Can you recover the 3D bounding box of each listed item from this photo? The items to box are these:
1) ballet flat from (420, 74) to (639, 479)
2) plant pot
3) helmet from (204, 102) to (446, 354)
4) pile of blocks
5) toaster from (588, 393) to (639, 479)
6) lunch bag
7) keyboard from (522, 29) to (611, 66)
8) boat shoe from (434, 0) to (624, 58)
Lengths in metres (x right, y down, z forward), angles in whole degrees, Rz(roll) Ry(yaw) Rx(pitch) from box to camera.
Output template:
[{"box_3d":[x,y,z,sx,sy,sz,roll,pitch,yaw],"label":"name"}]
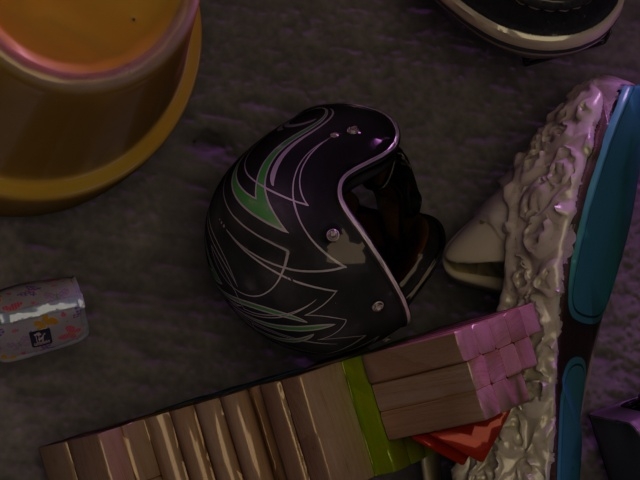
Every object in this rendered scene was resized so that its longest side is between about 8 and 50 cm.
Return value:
[{"box_3d":[0.141,0.067,1.447,0.147,0.147,0.409,12,82,-11],"label":"ballet flat"},{"box_3d":[-0.187,-0.156,1.322,0.254,0.239,0.254,3,81,-19],"label":"plant pot"},{"box_3d":[0.000,0.000,1.395,0.169,0.169,0.161,35,58,-7],"label":"helmet"},{"box_3d":[-0.011,0.148,1.387,0.362,0.149,0.112,-16,89,13],"label":"pile of blocks"},{"box_3d":[0.308,0.187,1.475,0.168,0.110,0.185,-16,89,-12],"label":"toaster"},{"box_3d":[-0.202,0.054,1.394,0.071,0.083,0.053,-14,88,-13],"label":"lunch bag"},{"box_3d":[0.150,-0.225,1.526,0.108,0.023,0.180,-17,88,-18],"label":"keyboard"},{"box_3d":[0.094,-0.371,1.443,0.187,0.156,0.500,-18,85,-17],"label":"boat shoe"}]
